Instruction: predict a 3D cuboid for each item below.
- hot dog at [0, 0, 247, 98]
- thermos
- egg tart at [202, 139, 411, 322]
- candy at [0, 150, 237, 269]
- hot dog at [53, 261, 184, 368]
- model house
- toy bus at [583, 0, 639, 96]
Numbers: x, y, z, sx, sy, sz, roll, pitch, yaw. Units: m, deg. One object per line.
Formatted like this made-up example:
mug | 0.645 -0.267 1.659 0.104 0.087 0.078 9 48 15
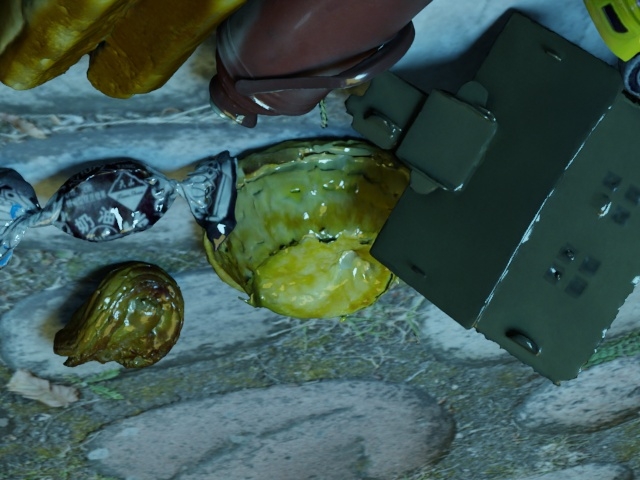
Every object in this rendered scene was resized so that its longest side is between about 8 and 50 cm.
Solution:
hot dog | -0.112 -0.165 0.896 0.135 0.100 0.337 5 168 -21
thermos | -0.005 -0.154 1.001 0.124 0.099 0.232 46 131 -8
egg tart | 0.001 0.001 1.253 0.213 0.090 0.212 -7 145 -5
candy | -0.172 -0.022 1.183 0.226 0.094 0.051 -11 -173 -3
hot dog | -0.183 0.078 1.351 0.099 0.065 0.147 6 145 -38
model house | 0.134 -0.055 1.123 0.243 0.204 0.211 31 99 3
toy bus | 0.321 -0.167 1.000 0.331 0.145 0.151 12 142 -32
